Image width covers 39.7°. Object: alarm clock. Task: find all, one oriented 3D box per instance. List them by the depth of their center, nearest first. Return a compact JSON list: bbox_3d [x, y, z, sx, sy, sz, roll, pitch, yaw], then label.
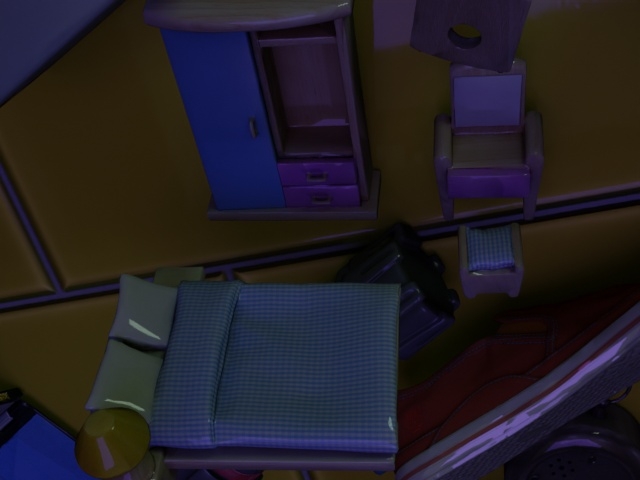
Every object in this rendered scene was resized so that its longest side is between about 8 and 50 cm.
[{"bbox_3d":[0.233,0.190,0.790,0.129,0.064,0.192,11,118,4],"label":"alarm clock"}]

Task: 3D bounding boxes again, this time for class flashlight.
[{"bbox_3d":[-0.014,0.120,0.766,0.103,0.103,0.304,44,118,-14],"label":"flashlight"}]

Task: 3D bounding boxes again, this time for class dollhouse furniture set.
[{"bbox_3d":[0.049,-0.208,0.532,0.184,0.129,0.129,16,150,8],"label":"dollhouse furniture set"},{"bbox_3d":[0.000,0.000,0.551,0.286,0.303,0.198,0,140,10],"label":"dollhouse furniture set"}]

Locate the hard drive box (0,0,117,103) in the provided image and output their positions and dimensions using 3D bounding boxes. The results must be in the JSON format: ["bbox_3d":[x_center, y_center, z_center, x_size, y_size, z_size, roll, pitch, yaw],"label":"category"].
[{"bbox_3d":[-0.173,-0.178,0.576,0.232,0.181,0.089,-32,110,25],"label":"hard drive box"}]

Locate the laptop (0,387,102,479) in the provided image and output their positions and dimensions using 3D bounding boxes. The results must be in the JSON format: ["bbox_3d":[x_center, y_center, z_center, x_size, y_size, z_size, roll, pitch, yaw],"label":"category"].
[{"bbox_3d":[-0.404,0.351,0.899,0.382,0.408,0.236,-41,72,27],"label":"laptop"}]

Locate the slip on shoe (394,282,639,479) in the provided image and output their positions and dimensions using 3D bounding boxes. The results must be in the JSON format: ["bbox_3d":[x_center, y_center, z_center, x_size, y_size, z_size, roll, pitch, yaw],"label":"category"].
[{"bbox_3d":[0.185,0.089,0.712,0.331,0.101,0.123,-36,150,16],"label":"slip on shoe"}]
